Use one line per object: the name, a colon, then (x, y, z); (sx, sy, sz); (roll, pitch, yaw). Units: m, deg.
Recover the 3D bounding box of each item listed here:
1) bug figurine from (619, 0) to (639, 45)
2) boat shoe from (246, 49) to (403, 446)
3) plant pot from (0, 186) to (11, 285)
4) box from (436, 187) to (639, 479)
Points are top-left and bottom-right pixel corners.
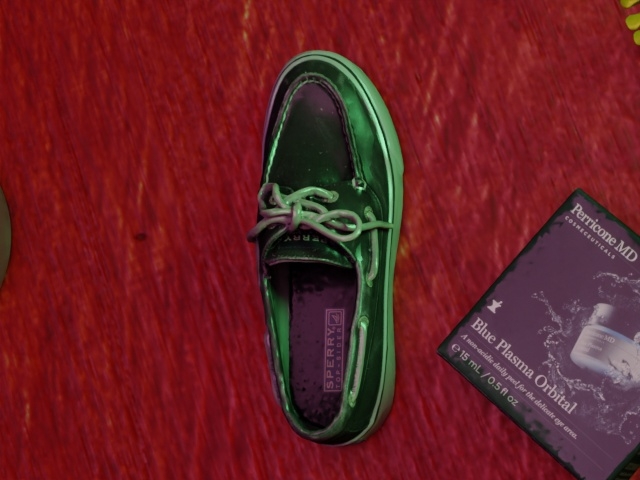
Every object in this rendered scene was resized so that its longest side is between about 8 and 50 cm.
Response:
bug figurine: (0.348, -0.234, 1.236); (0.279, 0.072, 0.216); (-20, 70, 23)
boat shoe: (-0.004, 0.001, 1.302); (0.113, 0.105, 0.306); (0, 83, 17)
plant pot: (-0.375, -0.011, 1.380); (0.201, 0.180, 0.201); (-3, 81, 17)
box: (0.196, 0.074, 1.237); (0.156, 0.093, 0.158); (42, 95, 18)
